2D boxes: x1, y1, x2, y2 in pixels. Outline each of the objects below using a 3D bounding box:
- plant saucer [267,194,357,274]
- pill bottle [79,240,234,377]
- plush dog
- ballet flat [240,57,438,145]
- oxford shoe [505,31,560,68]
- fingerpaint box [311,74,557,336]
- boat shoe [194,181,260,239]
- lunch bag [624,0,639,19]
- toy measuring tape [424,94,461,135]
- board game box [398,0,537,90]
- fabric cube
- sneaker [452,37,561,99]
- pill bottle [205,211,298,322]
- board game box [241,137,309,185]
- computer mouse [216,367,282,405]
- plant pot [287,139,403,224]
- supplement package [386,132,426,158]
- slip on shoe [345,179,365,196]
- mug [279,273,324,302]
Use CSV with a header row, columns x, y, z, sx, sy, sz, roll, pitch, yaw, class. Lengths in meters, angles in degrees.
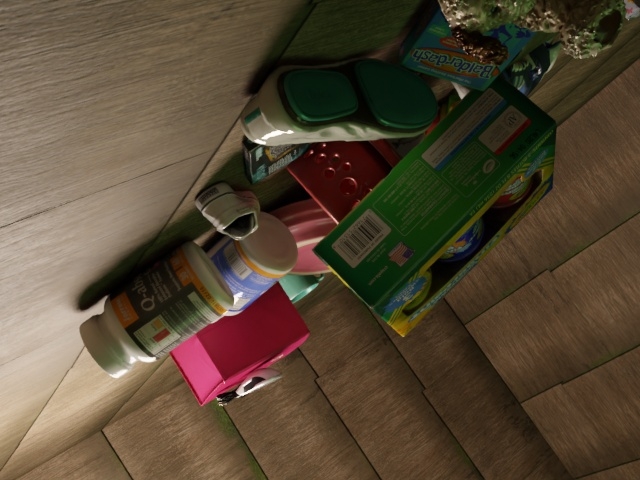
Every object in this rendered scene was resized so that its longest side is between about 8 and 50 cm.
x,y,z,sx,sy,sz,roll,pitch,yaw,class
0.000,0.000,1.931,0.332,0.084,0.332,-10,160,-4,plant saucer
-0.322,0.139,1.657,0.278,0.162,0.162,-35,171,0,pill bottle
0.259,-0.365,1.129,0.225,0.262,0.210,-21,-150,-12,plush dog
0.028,-0.205,1.299,0.400,0.139,0.139,-12,157,-51,ballet flat
0.366,-0.379,1.442,0.348,0.123,0.130,-39,-163,22,oxford shoe
0.234,-0.045,1.581,0.445,0.163,0.371,-45,161,0,fingerpaint box
-0.159,-0.041,1.557,0.095,0.084,0.258,-36,170,10,boat shoe
0.765,-0.586,2.072,0.083,0.071,0.053,-21,159,-49,lunch bag
0.297,-0.243,2.011,0.121,0.121,0.330,-33,170,-11,toy measuring tape
0.237,-0.328,1.319,0.160,0.047,0.210,13,153,-14,board game box
-0.228,0.220,2.102,0.258,0.259,0.254,-28,170,-31,fabric cube
0.390,-0.379,1.726,0.236,0.130,0.323,-49,161,2,sneaker
-0.184,0.068,1.811,0.272,0.152,0.152,-41,169,37,pill bottle
-0.073,-0.160,1.430,0.126,0.026,0.186,-33,171,-10,board game box
-0.169,0.347,2.050,0.193,0.042,0.106,-32,167,36,computer mouse
0.058,-0.126,1.597,0.174,0.191,0.191,-44,171,0,plant pot
0.163,-0.169,1.732,0.105,0.179,0.105,-29,170,-35,supplement package
0.046,-0.093,1.989,0.101,0.123,0.331,-6,164,-13,slip on shoe
-0.078,0.129,2.670,0.129,0.097,0.158,-41,169,34,mug
